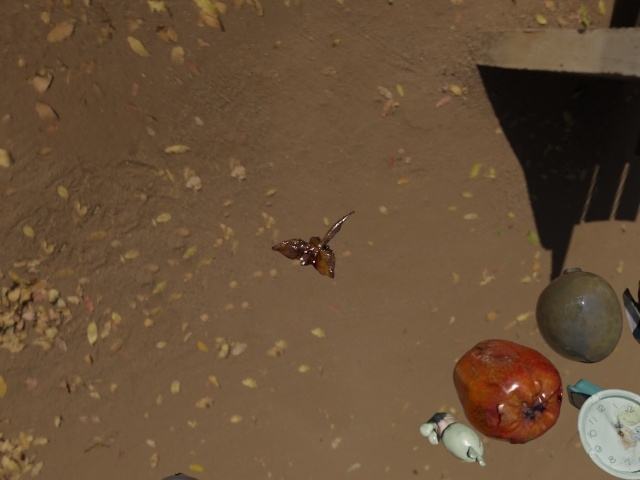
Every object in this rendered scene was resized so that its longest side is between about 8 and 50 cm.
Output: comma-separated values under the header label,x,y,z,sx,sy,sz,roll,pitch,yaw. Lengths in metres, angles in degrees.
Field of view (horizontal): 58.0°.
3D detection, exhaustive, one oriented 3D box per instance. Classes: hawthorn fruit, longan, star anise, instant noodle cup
label,x,y,z,sx,sy,sz,roll,pitch,yaw
hawthorn fruit,0.307,0.253,0.967,0.174,0.179,0.173,3,86,-46
longan,0.777,0.223,1.752,0.244,0.300,0.299,-2,114,6
star anise,0.001,-0.004,1.296,0.141,0.158,0.144,-21,134,-57
instant noodle cup,0.915,0.536,1.935,0.070,0.157,0.179,-50,140,-12

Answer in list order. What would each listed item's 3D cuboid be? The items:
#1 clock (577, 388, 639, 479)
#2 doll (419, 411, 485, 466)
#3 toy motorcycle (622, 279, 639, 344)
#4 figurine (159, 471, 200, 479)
label,x,y,z,sx,sy,sz,roll,pitch,yaw
clock,0.816,0.526,1.568,0.237,0.236,0.053,-32,152,-10
doll,0.435,0.629,1.858,0.113,0.275,0.155,-47,110,-17
toy motorcycle,0.497,0.140,0.757,0.143,0.188,0.326,-18,121,19
figurine,-0.220,0.500,0.973,0.175,0.197,0.265,-42,159,-28
